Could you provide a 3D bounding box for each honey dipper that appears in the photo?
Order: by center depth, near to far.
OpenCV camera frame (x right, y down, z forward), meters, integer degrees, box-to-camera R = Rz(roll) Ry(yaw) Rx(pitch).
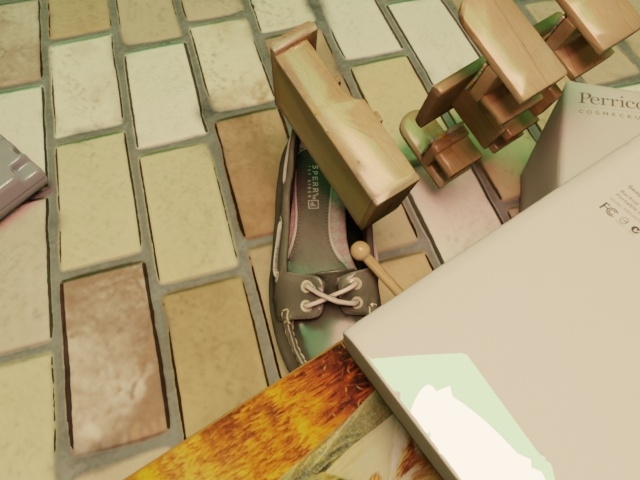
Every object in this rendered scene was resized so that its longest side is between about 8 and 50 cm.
[{"bbox_3d":[0.083,0.061,0.488,0.160,0.030,0.030,46,65,-10],"label":"honey dipper"}]

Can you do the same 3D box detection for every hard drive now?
[{"bbox_3d":[0.199,0.060,0.353,0.308,0.040,0.203,-31,62,-15],"label":"hard drive"}]

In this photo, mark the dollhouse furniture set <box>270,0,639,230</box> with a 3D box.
[{"bbox_3d":[0.099,-0.147,0.482,0.242,0.212,0.161,-32,82,-9],"label":"dollhouse furniture set"}]

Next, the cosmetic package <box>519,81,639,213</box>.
[{"bbox_3d":[0.292,0.055,0.463,0.217,0.156,0.384,10,61,9],"label":"cosmetic package"}]

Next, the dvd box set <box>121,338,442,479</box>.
[{"bbox_3d":[-0.046,0.273,0.293,0.421,0.062,0.307,-25,72,-32],"label":"dvd box set"}]

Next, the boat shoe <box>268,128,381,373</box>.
[{"bbox_3d":[0.000,0.000,0.531,0.112,0.095,0.335,-4,59,-2],"label":"boat shoe"}]

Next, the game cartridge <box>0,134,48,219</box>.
[{"bbox_3d":[-0.491,-0.088,0.613,0.294,0.060,0.196,35,62,19],"label":"game cartridge"}]
